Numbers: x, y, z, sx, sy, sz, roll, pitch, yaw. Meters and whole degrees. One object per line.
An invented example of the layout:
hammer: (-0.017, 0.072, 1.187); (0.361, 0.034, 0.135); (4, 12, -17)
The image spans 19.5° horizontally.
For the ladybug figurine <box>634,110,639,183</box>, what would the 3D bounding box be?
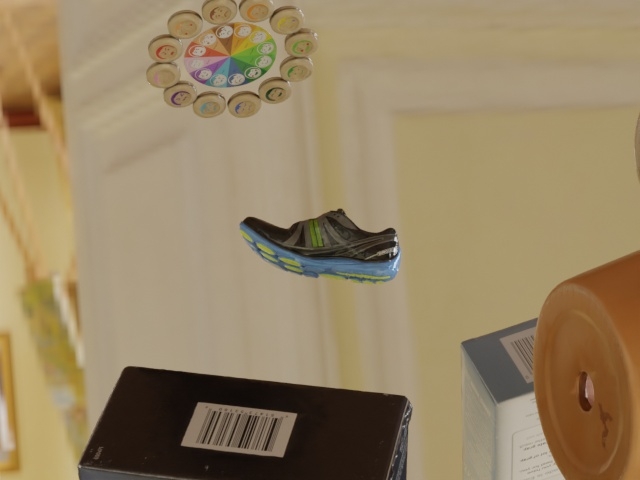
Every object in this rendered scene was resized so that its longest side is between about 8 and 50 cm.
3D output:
ladybug figurine: (0.543, -0.109, 1.853); (0.449, 0.305, 0.162); (-6, 176, 18)

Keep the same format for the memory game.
memory game: (-0.092, -0.190, 1.947); (0.186, 0.012, 0.186); (-8, 143, -6)

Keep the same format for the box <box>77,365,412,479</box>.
box: (-0.069, 0.306, 1.849); (0.296, 0.294, 0.182); (5, -148, 9)

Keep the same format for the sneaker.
sneaker: (0.000, 0.000, 2.121); (0.188, 0.078, 0.067); (9, 162, 8)

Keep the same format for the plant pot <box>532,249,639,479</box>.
plant pot: (0.321, 0.120, 1.661); (0.204, 0.290, 0.291); (-5, 176, -19)

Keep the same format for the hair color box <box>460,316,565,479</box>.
hair color box: (0.278, 0.256, 2.295); (0.185, 0.113, 0.374); (-17, 136, -12)
